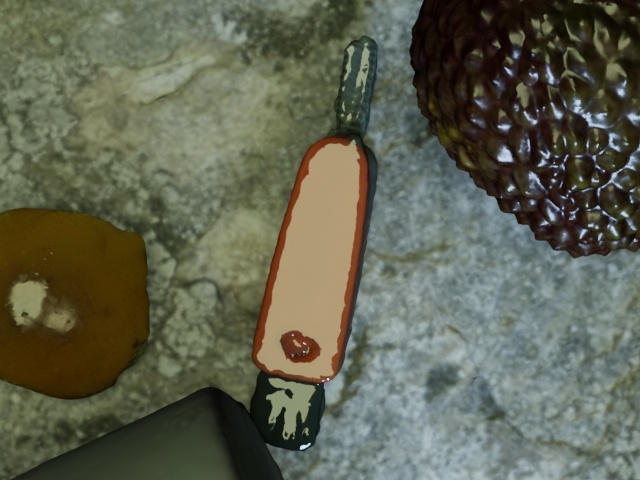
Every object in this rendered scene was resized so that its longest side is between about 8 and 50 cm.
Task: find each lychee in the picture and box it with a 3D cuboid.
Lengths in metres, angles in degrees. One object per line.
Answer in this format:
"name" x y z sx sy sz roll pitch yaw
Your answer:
"lychee" 0.181 -0.119 1.304 0.236 0.236 0.271 -18 102 0

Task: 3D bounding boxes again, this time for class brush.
"brush" 0.000 0.000 1.383 0.070 0.051 0.323 10 86 5

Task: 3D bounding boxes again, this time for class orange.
"orange" -0.210 0.048 1.362 0.170 0.112 0.160 -33 86 10

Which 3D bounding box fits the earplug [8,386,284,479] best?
"earplug" -0.183 0.312 1.242 0.394 0.312 0.312 -23 85 2
